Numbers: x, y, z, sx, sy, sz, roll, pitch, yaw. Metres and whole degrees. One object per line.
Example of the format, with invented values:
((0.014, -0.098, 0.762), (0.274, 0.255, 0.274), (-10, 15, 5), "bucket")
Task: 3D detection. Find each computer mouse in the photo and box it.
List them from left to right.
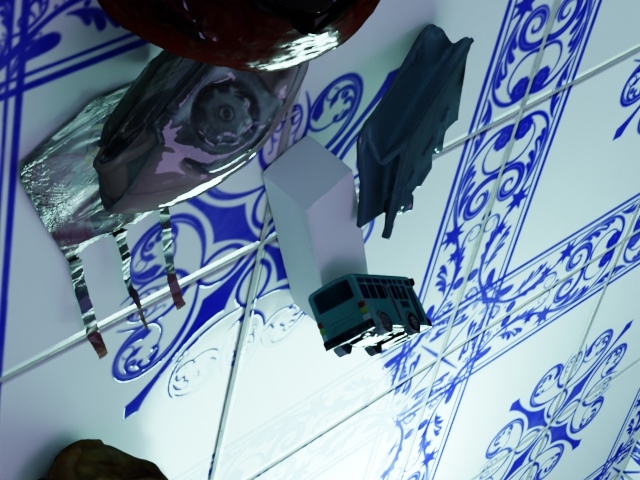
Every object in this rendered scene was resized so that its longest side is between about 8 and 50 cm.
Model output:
((-0.072, -0.166, 1.521), (0.115, 0.199, 0.389), (43, 70, -22), "computer mouse")

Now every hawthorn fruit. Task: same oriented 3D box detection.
((-0.062, -0.270, 1.288), (0.316, 0.316, 0.316), (-37, 150, -25), "hawthorn fruit")

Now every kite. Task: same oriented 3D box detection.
((-0.211, -0.018, 1.685), (0.204, 0.022, 0.360), (-36, 146, -28), "kite")

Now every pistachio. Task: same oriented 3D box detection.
((-0.249, 0.301, 1.916), (0.210, 0.165, 0.130), (20, 69, -50), "pistachio")

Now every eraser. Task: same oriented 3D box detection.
((0.001, 0.000, 1.969), (0.076, 0.078, 0.298), (-42, 152, -18), "eraser")

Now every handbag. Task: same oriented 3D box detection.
((0.108, -0.129, 1.919), (0.179, 0.062, 0.229), (95, 21, -50), "handbag")

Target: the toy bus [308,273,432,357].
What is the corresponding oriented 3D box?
((0.062, 0.087, 1.983), (0.079, 0.092, 0.160), (-29, 163, 26), "toy bus")
